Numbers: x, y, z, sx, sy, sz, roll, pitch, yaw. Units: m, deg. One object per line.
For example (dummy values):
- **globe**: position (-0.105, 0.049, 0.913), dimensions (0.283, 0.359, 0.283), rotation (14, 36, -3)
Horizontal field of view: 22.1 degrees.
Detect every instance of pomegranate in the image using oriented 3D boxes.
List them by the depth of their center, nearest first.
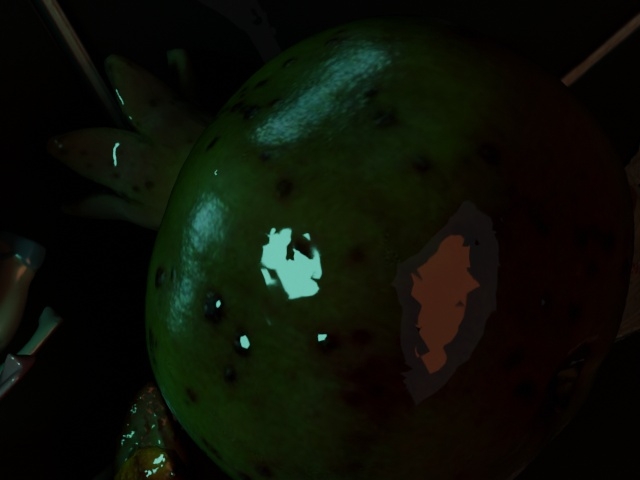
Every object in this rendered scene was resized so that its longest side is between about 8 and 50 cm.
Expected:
- **pomegranate**: position (0.013, 0.018, 0.927), dimensions (0.290, 0.323, 0.291), rotation (-10, 104, -45)

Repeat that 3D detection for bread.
- **bread**: position (-0.098, 0.228, 1.017), dimensions (0.095, 0.139, 0.269), rotation (-14, 105, -8)

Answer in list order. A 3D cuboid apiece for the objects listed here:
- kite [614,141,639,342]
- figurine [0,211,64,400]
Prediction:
- **kite**: position (0.219, -0.028, 1.234), dimensions (0.335, 0.011, 0.314), rotation (39, 81, -36)
- **figurine**: position (-0.225, 0.099, 0.869), dimensions (0.260, 0.102, 0.205), rotation (-67, 151, -15)
